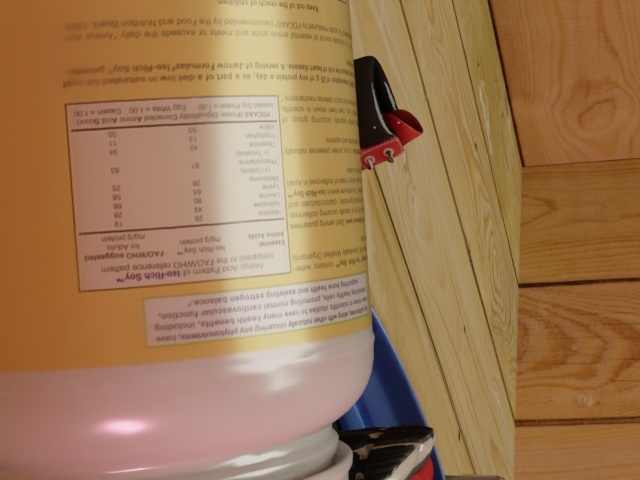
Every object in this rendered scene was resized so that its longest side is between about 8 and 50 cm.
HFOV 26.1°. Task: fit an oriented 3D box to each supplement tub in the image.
[{"bbox_3d":[-0.097,-0.020,0.689,0.241,0.241,0.331,-8,94,-75],"label":"supplement tub"}]

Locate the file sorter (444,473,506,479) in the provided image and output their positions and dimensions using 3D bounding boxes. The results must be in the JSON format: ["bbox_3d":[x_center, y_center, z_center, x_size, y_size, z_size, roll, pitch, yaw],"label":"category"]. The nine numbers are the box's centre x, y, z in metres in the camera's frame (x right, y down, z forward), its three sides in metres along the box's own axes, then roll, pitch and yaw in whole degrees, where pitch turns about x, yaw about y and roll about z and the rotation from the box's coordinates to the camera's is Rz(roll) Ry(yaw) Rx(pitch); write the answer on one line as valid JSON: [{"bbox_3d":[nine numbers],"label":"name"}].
[{"bbox_3d":[0.088,0.315,1.292,0.278,0.192,0.173,70,21,-85],"label":"file sorter"}]

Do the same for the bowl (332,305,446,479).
[{"bbox_3d":[-0.021,0.135,1.010,0.391,0.077,0.391,52,22,-30],"label":"bowl"}]

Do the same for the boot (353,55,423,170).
[{"bbox_3d":[0.008,-0.039,1.212,0.088,0.176,0.244,-67,151,-63],"label":"boot"}]

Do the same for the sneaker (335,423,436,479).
[{"bbox_3d":[0.011,0.188,0.792,0.279,0.107,0.118,-50,132,-70],"label":"sneaker"}]
